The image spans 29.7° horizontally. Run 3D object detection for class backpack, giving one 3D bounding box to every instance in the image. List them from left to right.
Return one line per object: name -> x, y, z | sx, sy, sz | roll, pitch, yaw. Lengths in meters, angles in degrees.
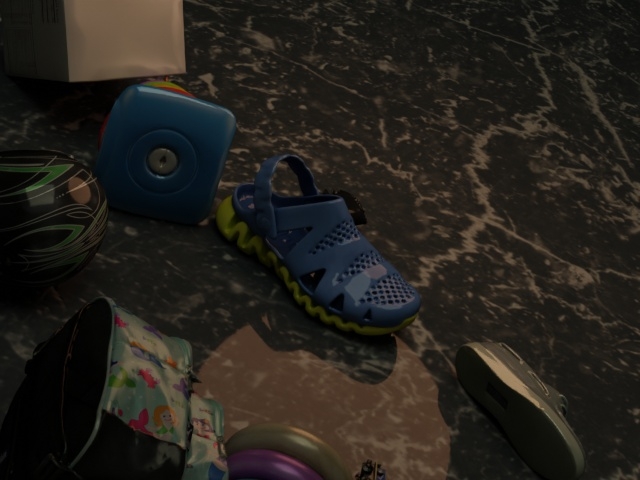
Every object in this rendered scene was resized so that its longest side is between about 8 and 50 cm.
backpack -> -0.201, 0.186, 1.110 | 0.191, 0.225, 0.253 | 29, 22, -28

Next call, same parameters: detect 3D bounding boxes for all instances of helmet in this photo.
helmet -> -0.328, -0.025, 1.393 | 0.161, 0.169, 0.169 | 2, 35, 1

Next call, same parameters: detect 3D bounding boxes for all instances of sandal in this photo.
sandal -> 0.000, 0.000, 1.554 | 0.317, 0.138, 0.126 | 36, 34, 19

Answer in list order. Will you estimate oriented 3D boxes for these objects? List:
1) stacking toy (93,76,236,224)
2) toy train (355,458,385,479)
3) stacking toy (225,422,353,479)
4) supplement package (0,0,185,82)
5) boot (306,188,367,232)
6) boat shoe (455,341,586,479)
stacking toy -> -0.223, -0.164, 1.679 | 0.165, 0.175, 0.302 | 14, 23, -14
toy train -> 0.054, 0.290, 1.266 | 0.036, 0.027, 0.158 | 19, 34, -8
stacking toy -> -0.080, 0.322, 1.081 | 0.141, 0.141, 0.330 | 23, 41, 4
supplement package -> -0.329, -0.311, 1.742 | 0.194, 0.149, 0.203 | -11, 15, -37
boot -> 0.024, -0.026, 1.687 | 0.099, 0.045, 0.121 | -9, 43, -41
boat shoe -> 0.256, 0.197, 1.458 | 0.081, 0.079, 0.227 | -10, 41, -31
